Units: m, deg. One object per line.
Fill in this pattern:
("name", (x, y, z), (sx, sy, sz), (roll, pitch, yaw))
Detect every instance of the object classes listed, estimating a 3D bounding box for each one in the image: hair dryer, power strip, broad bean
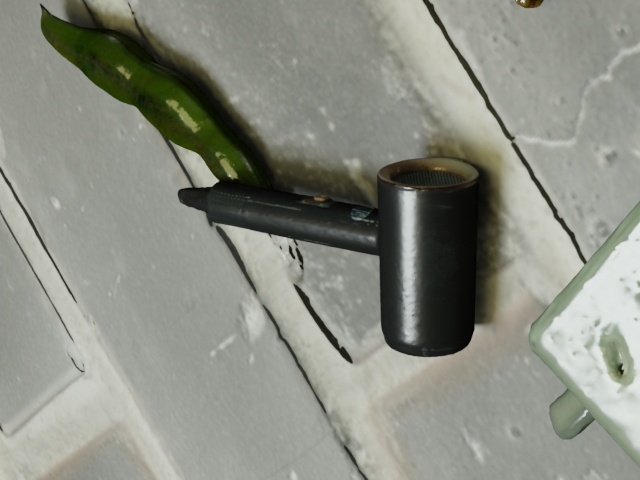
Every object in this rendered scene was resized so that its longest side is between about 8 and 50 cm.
("hair dryer", (0.000, 0.000, 0.964), (0.255, 0.070, 0.128), (10, 113, 34))
("power strip", (0.218, 0.055, 0.753), (0.140, 0.139, 0.224), (47, 130, 17))
("broad bean", (-0.126, -0.112, 1.060), (0.297, 0.043, 0.060), (39, 137, 23))

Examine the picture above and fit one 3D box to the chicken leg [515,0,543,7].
("chicken leg", (0.063, -0.221, 0.834), (0.207, 0.101, 0.085), (34, 132, 2))
